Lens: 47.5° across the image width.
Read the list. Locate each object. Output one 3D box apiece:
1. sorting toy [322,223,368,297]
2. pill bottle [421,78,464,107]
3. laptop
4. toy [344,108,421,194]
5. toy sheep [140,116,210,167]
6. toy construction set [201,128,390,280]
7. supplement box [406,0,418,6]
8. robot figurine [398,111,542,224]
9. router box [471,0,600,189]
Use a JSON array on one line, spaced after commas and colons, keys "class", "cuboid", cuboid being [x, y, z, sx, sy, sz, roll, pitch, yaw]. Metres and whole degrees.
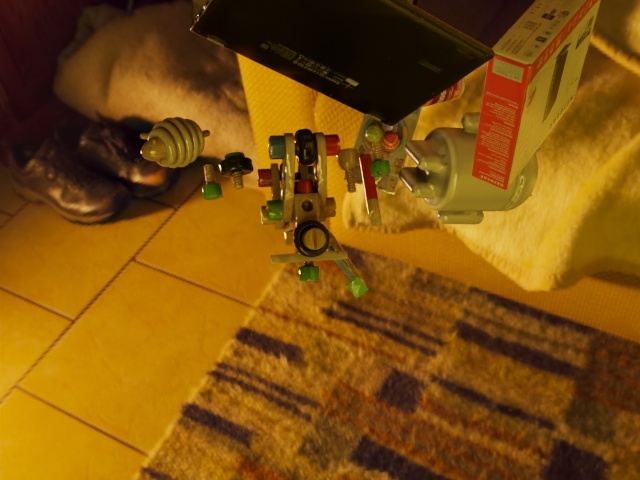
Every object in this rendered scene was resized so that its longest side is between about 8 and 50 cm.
[{"class": "sorting toy", "cuboid": [0.000, 0.000, 1.589, 0.047, 0.196, 0.347, -38, 39, 5]}, {"class": "pill bottle", "cuboid": [0.230, -0.335, 1.583, 0.152, 0.086, 0.086, -17, 46, -21]}, {"class": "laptop", "cuboid": [0.008, -0.374, 1.176, 0.382, 0.408, 0.236, 20, 66, -25]}, {"class": "toy", "cuboid": [0.156, -0.247, 1.819, 0.137, 0.056, 0.237, 17, 91, 7]}, {"class": "toy sheep", "cuboid": [-0.235, -0.161, 1.184, 0.091, 0.091, 0.132, 29, 44, 30]}, {"class": "toy construction set", "cuboid": [-0.004, -0.045, 1.255, 0.309, 0.257, 0.237, -3, 80, -36]}, {"class": "supplement box", "cuboid": [0.092, -0.430, 0.995, 0.130, 0.239, 0.073, -2, 55, -13]}, {"class": "robot figurine", "cuboid": [0.372, -0.170, 1.754, 0.353, 0.300, 0.200, 0, 34, -19]}, {"class": "router box", "cuboid": [0.422, -0.315, 1.417, 0.082, 0.301, 0.335, 27, 57, 24]}]
